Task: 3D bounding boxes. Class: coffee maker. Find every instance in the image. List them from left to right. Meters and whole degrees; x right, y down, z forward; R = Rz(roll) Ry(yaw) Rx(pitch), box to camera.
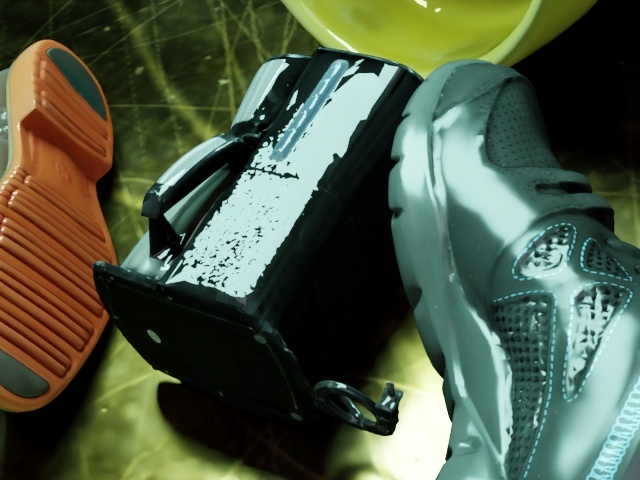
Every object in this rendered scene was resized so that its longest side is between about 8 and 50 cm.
[{"bbox_3d":[0.000,0.000,0.672,0.171,0.120,0.178,29,62,10],"label":"coffee maker"}]

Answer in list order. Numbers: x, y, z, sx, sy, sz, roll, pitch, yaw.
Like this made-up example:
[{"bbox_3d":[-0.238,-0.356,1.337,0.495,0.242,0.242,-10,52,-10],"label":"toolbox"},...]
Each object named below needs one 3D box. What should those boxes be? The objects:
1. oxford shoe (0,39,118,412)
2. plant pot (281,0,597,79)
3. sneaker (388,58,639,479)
[{"bbox_3d":[-0.183,-0.001,0.750,0.098,0.097,0.271,-27,38,21],"label":"oxford shoe"},{"bbox_3d":[0.108,-0.251,0.773,0.254,0.254,0.239,27,47,35],"label":"plant pot"},{"bbox_3d":[0.113,0.048,0.542,0.140,0.125,0.340,-17,49,16],"label":"sneaker"}]
